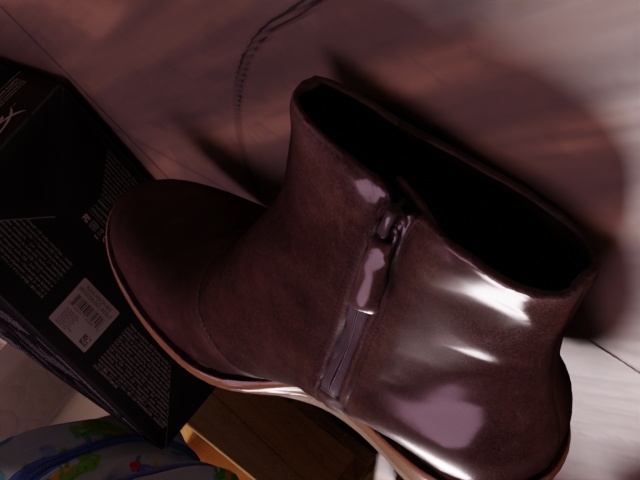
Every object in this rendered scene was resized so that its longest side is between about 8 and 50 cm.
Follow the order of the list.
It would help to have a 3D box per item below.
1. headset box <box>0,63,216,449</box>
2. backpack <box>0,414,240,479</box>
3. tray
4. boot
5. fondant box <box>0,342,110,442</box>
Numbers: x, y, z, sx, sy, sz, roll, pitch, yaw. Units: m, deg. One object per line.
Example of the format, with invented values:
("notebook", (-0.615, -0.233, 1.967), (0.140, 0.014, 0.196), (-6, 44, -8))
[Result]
("headset box", (-0.201, -0.013, 0.909), (0.293, 0.110, 0.218), (21, 156, 51))
("backpack", (-0.167, 0.277, 0.934), (0.355, 0.290, 0.273), (-38, 61, 50))
("tray", (-0.055, 0.182, 1.193), (0.203, 0.076, 0.411), (37, 164, 12))
("boot", (0.000, 0.000, 0.566), (0.248, 0.090, 0.207), (35, 152, 23))
("fondant box", (-0.215, 0.250, 1.172), (0.096, 0.238, 0.330), (30, 162, 37))
